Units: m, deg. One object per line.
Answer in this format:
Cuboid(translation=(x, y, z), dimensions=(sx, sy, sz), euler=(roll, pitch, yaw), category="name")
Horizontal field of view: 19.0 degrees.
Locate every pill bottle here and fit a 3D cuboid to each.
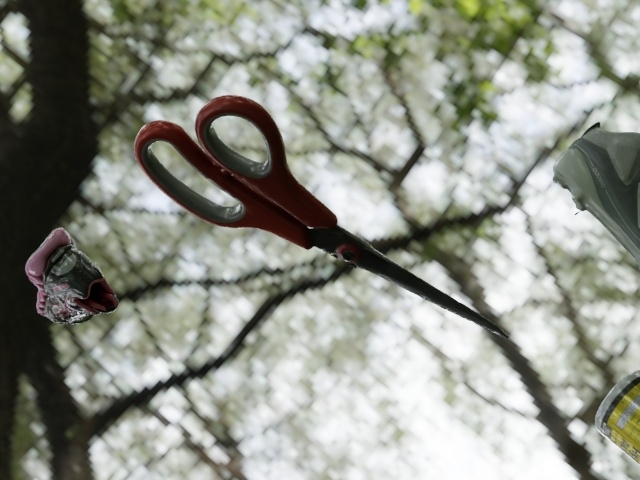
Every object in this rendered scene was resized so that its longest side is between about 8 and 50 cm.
Cuboid(translation=(0.284, 0.162, 1.549), dimensions=(0.065, 0.116, 0.065), euler=(-33, -35, -27), category="pill bottle")

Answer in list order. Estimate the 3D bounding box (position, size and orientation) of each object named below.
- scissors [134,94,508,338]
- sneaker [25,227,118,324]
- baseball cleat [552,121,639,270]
Cuboid(translation=(0.000, 0.000, 1.348), dimensions=(0.109, 0.021, 0.297), euler=(-32, -59, 34), category="scissors")
Cuboid(translation=(-0.160, 0.036, 1.288), dimensions=(0.047, 0.057, 0.119), euler=(-55, -13, -14), category="sneaker")
Cuboid(translation=(0.317, -0.027, 1.812), dimensions=(0.109, 0.206, 0.072), euler=(-45, -7, 1), category="baseball cleat")
